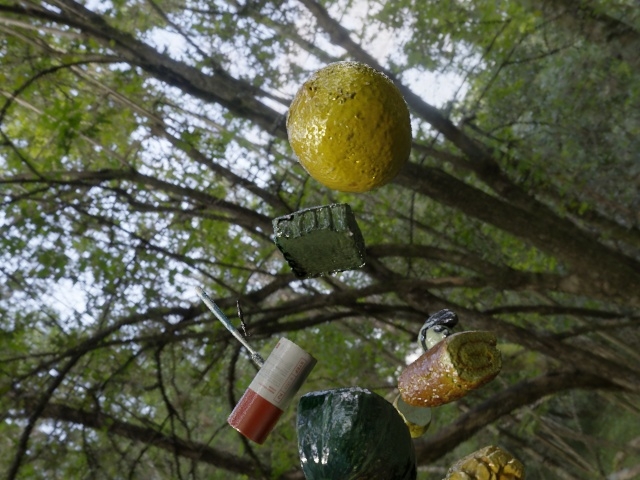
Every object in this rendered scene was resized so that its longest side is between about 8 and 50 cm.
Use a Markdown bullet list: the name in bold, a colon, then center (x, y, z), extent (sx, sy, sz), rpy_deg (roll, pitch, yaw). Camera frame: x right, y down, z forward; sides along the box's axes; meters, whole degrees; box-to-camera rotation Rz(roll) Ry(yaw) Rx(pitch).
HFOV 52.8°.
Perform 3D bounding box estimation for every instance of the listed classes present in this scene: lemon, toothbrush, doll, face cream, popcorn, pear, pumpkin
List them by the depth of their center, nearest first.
- **pumpkin**: center (0.091, 0.443, 1.333), extent (0.197, 0.293, 0.263), rpy_deg (-22, 14, 16)
- **lemon**: center (0.066, -0.231, 1.364), extent (0.258, 0.258, 0.310), rpy_deg (-54, -45, -18)
- **face cream**: center (-0.104, 0.324, 1.395), extent (0.214, 0.096, 0.096), rpy_deg (-55, -12, -13)
- **popcorn**: center (0.346, 0.535, 1.412), extent (0.194, 0.163, 0.140), rpy_deg (-55, 5, -18)
- **toothbrush**: center (-0.226, 0.211, 1.595), extent (0.019, 0.275, 0.025), rpy_deg (-46, -18, 6)
- **doll**: center (0.364, 0.294, 1.915), extent (0.135, 0.143, 0.234), rpy_deg (-25, -1, -2)
- **pear**: center (0.279, 0.558, 2.039), extent (0.141, 0.141, 0.104), rpy_deg (-42, -14, -52)

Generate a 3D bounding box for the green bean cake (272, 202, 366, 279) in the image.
- **green bean cake**: center (0.000, 0.000, 1.915), extent (0.255, 0.241, 0.132), rpy_deg (59, -155, -55)

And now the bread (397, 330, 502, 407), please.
- **bread**: center (0.232, 0.234, 1.157), extent (0.132, 0.103, 0.172), rpy_deg (-6, -25, -30)

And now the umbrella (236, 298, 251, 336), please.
- **umbrella**: center (-0.241, 0.238, 1.967), extent (0.022, 0.122, 0.013), rpy_deg (-21, -8, -2)
